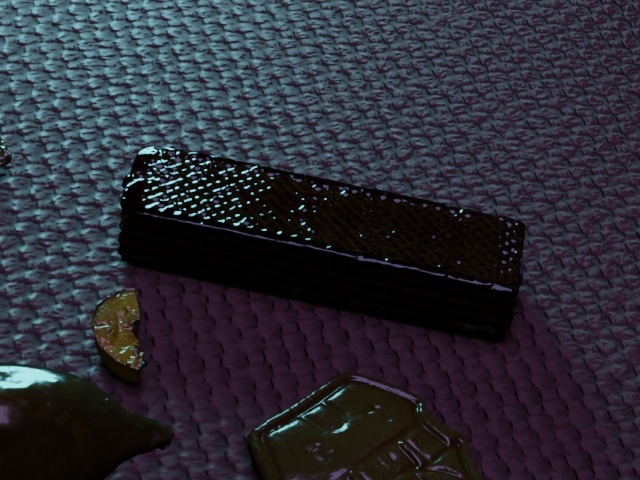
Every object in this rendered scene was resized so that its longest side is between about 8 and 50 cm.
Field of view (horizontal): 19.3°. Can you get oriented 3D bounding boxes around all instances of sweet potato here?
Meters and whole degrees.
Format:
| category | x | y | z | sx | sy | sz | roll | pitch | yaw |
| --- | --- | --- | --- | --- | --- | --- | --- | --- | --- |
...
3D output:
| category | x | y | z | sx | sy | sz | roll | pitch | yaw |
| --- | --- | --- | --- | --- | --- | --- | --- | --- | --- |
| sweet potato | -0.302 | 0.173 | 1.456 | 0.370 | 0.158 | 0.158 | -21 | 49 | -14 |

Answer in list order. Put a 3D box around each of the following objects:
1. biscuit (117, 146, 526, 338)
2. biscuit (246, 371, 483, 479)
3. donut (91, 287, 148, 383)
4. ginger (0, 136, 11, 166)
| category | x | y | z | sx | sy | sz | roll | pitch | yaw |
| --- | --- | --- | --- | --- | --- | --- | --- | --- | --- |
| biscuit | 0.000 | 0.000 | 1.778 | 0.388 | 0.073 | 0.107 | 12 | 41 | 2 |
| biscuit | 0.053 | 0.202 | 1.596 | 0.182 | 0.034 | 0.215 | -30 | 55 | -35 |
| donut | -0.171 | 0.089 | 1.674 | 0.067 | 0.038 | 0.083 | -26 | 58 | -36 |
| ginger | -0.351 | -0.131 | 1.861 | 0.096 | 0.067 | 0.165 | -30 | 68 | -35 |
